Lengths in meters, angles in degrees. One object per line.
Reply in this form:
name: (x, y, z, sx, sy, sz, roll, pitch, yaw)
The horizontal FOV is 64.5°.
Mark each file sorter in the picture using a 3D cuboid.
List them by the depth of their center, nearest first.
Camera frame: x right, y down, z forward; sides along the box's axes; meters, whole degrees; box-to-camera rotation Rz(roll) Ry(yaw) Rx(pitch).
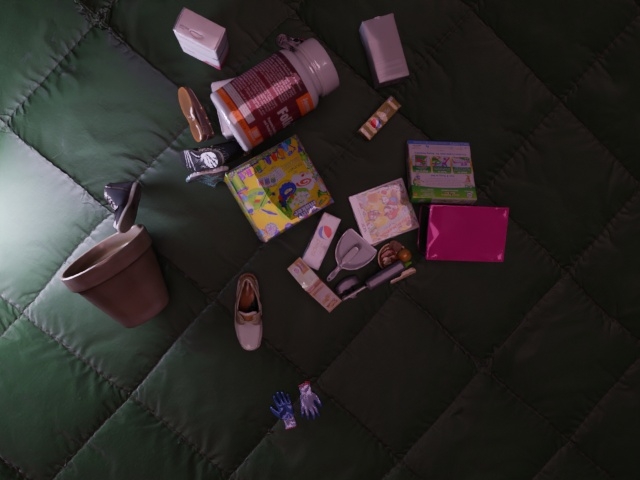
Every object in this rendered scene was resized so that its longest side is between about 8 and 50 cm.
file sorter: (0.530, -0.039, 1.934, 0.290, 0.182, 0.202, 2, 99, -4)

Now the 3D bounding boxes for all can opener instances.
can opener: (0.188, 0.142, 1.959, 0.283, 0.076, 0.095, -33, 87, 6)

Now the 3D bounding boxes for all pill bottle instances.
pill bottle: (-0.148, -0.495, 1.710, 0.392, 0.224, 0.224, -33, 96, -3)

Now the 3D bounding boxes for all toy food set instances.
toy food set: (0.291, 0.067, 1.995, 0.132, 0.038, 0.192, -28, 96, -3)

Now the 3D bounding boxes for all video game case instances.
video game case: (0.246, -0.110, 1.977, 0.226, 0.026, 0.206, -20, 91, -4)

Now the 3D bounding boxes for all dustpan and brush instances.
dustpan and brush: (0.097, 0.077, 1.965, 0.147, 0.060, 0.211, 41, 111, -2)

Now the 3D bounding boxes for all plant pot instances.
plant pot: (-0.690, 0.144, 1.801, 0.323, 0.323, 0.280, -30, 113, -3)

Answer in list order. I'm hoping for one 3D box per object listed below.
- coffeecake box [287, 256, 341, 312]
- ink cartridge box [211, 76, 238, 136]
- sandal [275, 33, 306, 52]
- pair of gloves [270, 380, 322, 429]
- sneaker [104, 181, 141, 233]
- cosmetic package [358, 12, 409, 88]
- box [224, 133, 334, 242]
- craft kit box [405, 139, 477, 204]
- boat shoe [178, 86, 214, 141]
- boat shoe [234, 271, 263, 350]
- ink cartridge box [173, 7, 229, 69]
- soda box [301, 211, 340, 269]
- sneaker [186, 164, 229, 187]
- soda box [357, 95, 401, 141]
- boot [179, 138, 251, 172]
coffeecake box: (-0.021, 0.165, 1.879, 0.068, 0.142, 0.185, -44, 136, -1)
ink cartridge box: (-0.243, -0.500, 1.869, 0.272, 0.114, 0.197, -13, 95, -6)
sandal: (-0.083, -0.729, 1.905, 0.179, 0.040, 0.067, 16, 92, -6)
pair of gloves: (-0.096, 0.654, 2.009, 0.198, 0.023, 0.159, -19, 94, -5)
sneaker: (-0.732, -0.118, 1.836, 0.118, 0.083, 0.222, 2, 53, 2)
cosmetic package: (0.237, -0.708, 1.908, 0.127, 0.107, 0.238, -15, 92, -4)
box: (-0.155, -0.182, 1.849, 0.289, 0.177, 0.279, -30, 96, -11)
craft kit box: (0.456, -0.260, 1.934, 0.249, 0.061, 0.247, 2, 66, -5)
boat shoe: (-0.459, -0.468, 1.879, 0.073, 0.073, 0.207, -26, 101, -41)
boat shoe: (-0.278, 0.277, 1.924, 0.113, 0.103, 0.303, -5, 94, -5)
ink cartridge box: (-0.413, -0.704, 1.787, 0.158, 0.218, 0.092, 25, 91, -7)
soda box: (0.000, 0.000, 1.949, 0.073, 0.069, 0.216, 24, 91, -7)
sneaker: (-0.417, -0.230, 1.899, 0.166, 0.065, 0.076, -14, 99, -2)
soda box: (0.222, -0.464, 1.941, 0.058, 0.061, 0.181, 44, 89, -7)
boot: (-0.388, -0.318, 1.877, 0.178, 0.236, 0.085, -32, 119, -44)
